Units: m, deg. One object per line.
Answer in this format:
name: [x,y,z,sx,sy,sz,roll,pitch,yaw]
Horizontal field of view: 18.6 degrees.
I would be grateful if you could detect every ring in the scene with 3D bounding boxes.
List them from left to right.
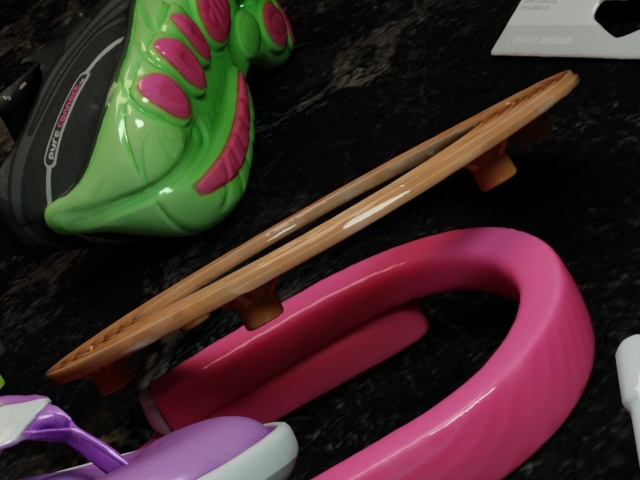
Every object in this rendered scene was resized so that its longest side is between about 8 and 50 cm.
ring: [0.000,0.000,1.087,0.336,0.032,0.336,-30,3,2]

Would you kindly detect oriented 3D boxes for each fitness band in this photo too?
fitness band: [-0.002,0.091,0.961,0.291,0.054,0.209,-31,21,0]

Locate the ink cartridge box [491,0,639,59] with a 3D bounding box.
ink cartridge box: [0.262,-0.206,1.294,0.275,0.060,0.239,11,70,60]

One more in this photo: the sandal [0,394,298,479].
sandal: [-0.203,0.125,0.899,0.416,0.102,0.169,-18,8,31]

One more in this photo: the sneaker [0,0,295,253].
sneaker: [-0.146,-0.144,1.515,0.202,0.185,0.483,-19,22,17]

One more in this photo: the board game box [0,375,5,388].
board game box: [-0.291,0.137,1.253,0.092,0.043,0.181,-14,26,36]

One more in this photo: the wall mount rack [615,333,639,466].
wall mount rack: [0.194,0.079,0.630,0.350,0.130,0.304,-21,0,19]
